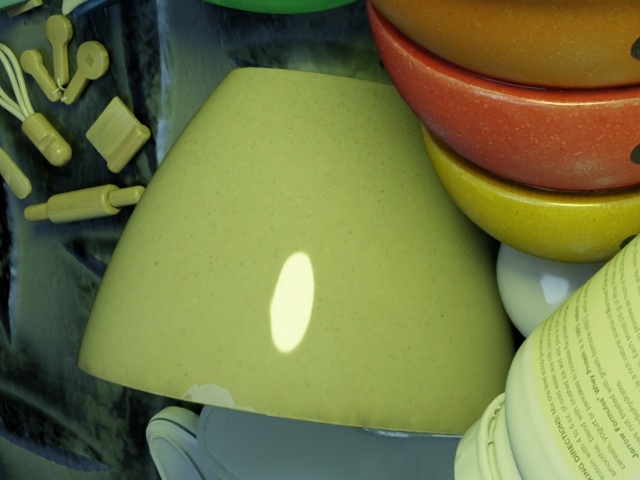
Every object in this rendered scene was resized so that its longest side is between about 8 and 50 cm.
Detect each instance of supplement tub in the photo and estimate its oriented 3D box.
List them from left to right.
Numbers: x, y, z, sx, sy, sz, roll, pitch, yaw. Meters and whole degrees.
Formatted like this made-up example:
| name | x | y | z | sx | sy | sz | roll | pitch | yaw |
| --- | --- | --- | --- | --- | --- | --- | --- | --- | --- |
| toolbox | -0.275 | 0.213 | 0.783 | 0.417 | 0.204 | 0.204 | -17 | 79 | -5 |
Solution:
| name | x | y | z | sx | sy | sz | roll | pitch | yaw |
| --- | --- | --- | --- | --- | --- | --- | --- | --- | --- |
| supplement tub | 0.256 | 0.090 | 0.975 | 0.235 | 0.235 | 0.325 | 51 | 119 | 13 |

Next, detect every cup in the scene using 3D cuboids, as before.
| name | x | y | z | sx | sy | sz | roll | pitch | yaw |
| --- | --- | --- | --- | --- | --- | --- | --- | --- | --- |
| cup | 0.000 | 0.000 | 1.261 | 0.331 | 0.331 | 0.237 | 10 | 91 | 41 |

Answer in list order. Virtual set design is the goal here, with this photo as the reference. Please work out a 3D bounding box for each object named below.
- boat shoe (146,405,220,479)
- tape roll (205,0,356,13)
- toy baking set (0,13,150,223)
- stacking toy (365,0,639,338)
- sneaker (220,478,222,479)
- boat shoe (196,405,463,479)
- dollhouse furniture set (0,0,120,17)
| name | x | y | z | sx | sy | sz | roll | pitch | yaw |
| --- | --- | --- | --- | --- | --- | --- | --- | --- | --- |
| boat shoe | -0.097 | 0.277 | 1.616 | 0.258 | 0.084 | 0.095 | 51 | 136 | 12 |
| tape roll | -0.070 | -0.295 | 1.195 | 0.321 | 0.077 | 0.321 | 16 | 151 | 9 |
| toy baking set | -0.260 | -0.110 | 1.629 | 0.256 | 0.030 | 0.197 | -14 | 94 | 40 |
| stacking toy | 0.173 | -0.108 | 1.065 | 0.350 | 0.350 | 0.480 | 26 | 145 | 33 |
| sneaker | 0.034 | 0.253 | 1.487 | 0.295 | 0.109 | 0.124 | 26 | 97 | 39 |
| boat shoe | 0.043 | 0.183 | 1.388 | 0.305 | 0.091 | 0.109 | 8 | 82 | 27 |
| dollhouse furniture set | -0.294 | -0.315 | 1.436 | 0.303 | 0.198 | 0.286 | -13 | 100 | 46 |
